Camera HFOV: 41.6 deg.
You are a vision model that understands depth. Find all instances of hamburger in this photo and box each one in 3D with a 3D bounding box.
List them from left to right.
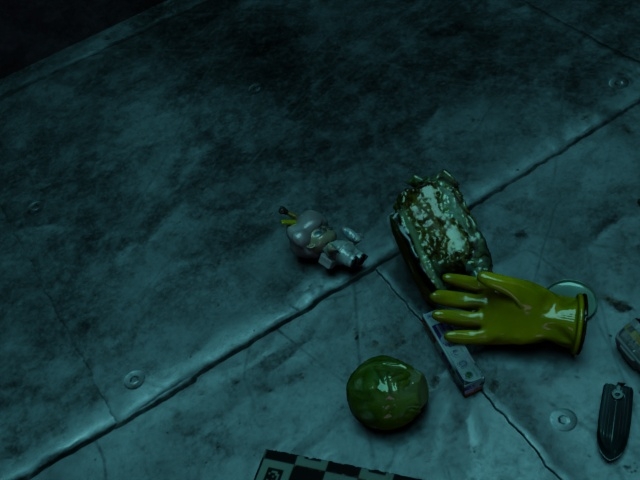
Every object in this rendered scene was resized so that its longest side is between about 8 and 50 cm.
[{"bbox_3d":[0.250,-0.004,1.790,0.167,0.192,0.288,-25,79,0],"label":"hamburger"}]

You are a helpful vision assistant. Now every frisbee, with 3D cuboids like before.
[{"bbox_3d":[0.506,0.124,1.712,0.110,0.014,0.110,-7,47,7],"label":"frisbee"}]

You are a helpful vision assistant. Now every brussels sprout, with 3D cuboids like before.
[{"bbox_3d":[0.123,0.287,1.594,0.155,0.118,0.155,-15,41,13],"label":"brussels sprout"}]

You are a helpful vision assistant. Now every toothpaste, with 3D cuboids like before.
[{"bbox_3d":[0.262,0.219,1.673,0.047,0.040,0.196,-19,46,-9],"label":"toothpaste"}]

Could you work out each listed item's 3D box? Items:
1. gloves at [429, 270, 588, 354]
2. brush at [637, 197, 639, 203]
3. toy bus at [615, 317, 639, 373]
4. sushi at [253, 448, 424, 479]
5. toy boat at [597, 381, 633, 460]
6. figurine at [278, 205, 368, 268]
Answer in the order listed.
[{"bbox_3d":[0.356,0.142,1.632,0.294,0.116,0.133,8,74,9],"label":"gloves"},{"bbox_3d":[0.791,-0.113,1.847,0.190,0.028,0.034,-17,48,-2],"label":"brush"},{"bbox_3d":[0.619,0.225,1.562,0.072,0.057,0.172,-31,47,-2],"label":"toy bus"},{"bbox_3d":[0.002,0.553,1.418,0.343,0.064,0.359,5,51,24],"label":"sushi"},{"bbox_3d":[0.522,0.324,1.497,0.055,0.060,0.141,7,57,21],"label":"toy boat"},{"bbox_3d":[0.000,0.000,1.900,0.229,0.112,0.137,29,33,27],"label":"figurine"}]
